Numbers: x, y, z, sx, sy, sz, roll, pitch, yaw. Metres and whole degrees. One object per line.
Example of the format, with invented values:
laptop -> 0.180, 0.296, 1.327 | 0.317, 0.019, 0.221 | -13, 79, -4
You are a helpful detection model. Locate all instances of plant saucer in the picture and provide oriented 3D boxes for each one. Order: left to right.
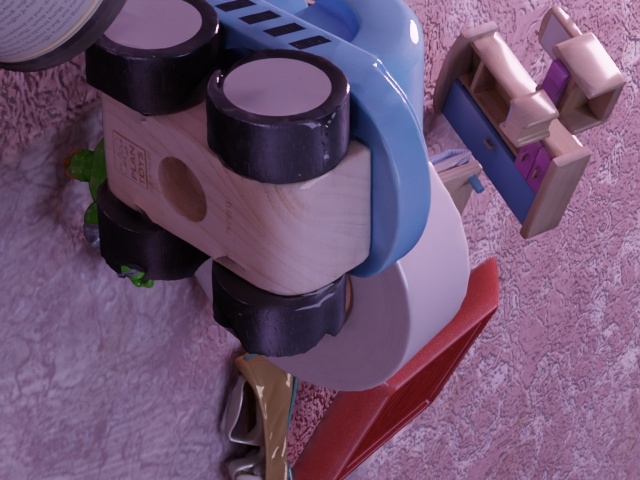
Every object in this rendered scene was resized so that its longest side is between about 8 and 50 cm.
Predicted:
plant saucer -> 0.088, 0.160, 2.148 | 0.259, 0.048, 0.258 | -36, 163, -41

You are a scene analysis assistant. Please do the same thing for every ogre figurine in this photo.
ogre figurine -> -0.166, -0.062, 1.740 | 0.197, 0.097, 0.118 | -62, 159, 7

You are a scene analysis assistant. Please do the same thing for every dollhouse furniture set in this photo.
dollhouse furniture set -> 0.107, -0.105, 2.021 | 0.303, 0.198, 0.286 | -22, 152, -25

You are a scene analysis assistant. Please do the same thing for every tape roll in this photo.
tape roll -> 0.000, 0.000, 1.835 | 0.100, 0.286, 0.286 | -39, 135, -38

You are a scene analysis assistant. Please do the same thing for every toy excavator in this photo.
toy excavator -> -0.014, -0.155, 1.639 | 0.445, 0.433, 0.222 | -30, 135, -35

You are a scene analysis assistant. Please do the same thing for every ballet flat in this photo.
ballet flat -> -0.069, 0.218, 2.056 | 0.073, 0.080, 0.232 | -7, 112, -23

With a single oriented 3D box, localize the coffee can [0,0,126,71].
coffee can -> -0.284, -0.249, 1.379 | 0.275, 0.201, 0.202 | 17, 92, -56
